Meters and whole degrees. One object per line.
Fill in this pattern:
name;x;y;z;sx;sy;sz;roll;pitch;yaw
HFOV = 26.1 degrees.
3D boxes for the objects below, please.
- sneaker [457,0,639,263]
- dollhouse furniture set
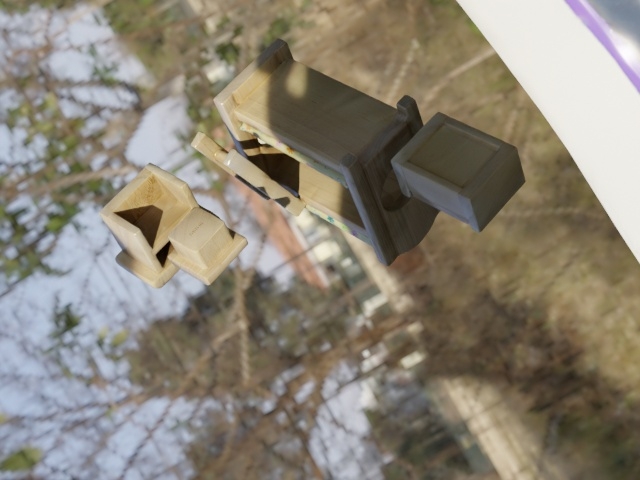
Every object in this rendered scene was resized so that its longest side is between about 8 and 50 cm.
sneaker;0.157;-0.114;0.368;0.322;0.236;0.130;60;-153;12
dollhouse furniture set;0.000;0.000;0.781;0.182;0.161;0.101;30;157;36
